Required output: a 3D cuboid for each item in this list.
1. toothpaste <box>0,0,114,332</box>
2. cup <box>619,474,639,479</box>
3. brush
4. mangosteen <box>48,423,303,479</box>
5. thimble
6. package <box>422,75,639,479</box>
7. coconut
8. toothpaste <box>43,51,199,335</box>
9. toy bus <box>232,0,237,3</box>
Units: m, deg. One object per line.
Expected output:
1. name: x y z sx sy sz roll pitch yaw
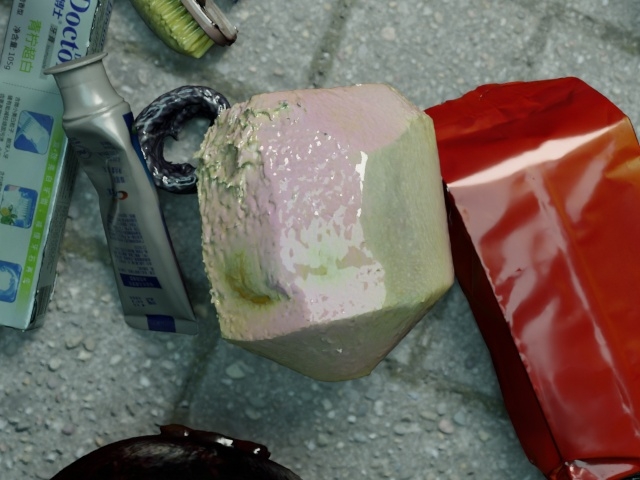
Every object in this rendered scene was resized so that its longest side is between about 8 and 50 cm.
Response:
1. toothpaste: -0.271 -0.087 0.773 0.081 0.067 0.336 12 89 -3
2. cup: 0.311 0.340 0.788 0.177 0.169 0.223 -1 62 3
3. brush: -0.197 -0.301 0.781 0.067 0.072 0.313 -36 92 10
4. mangosteen: -0.126 0.331 0.665 0.307 0.307 0.346 15 74 -4
5. thimble: -0.129 -0.095 0.785 0.104 0.066 0.095 -26 90 -4
6. package: 0.239 0.044 0.787 0.196 0.123 0.423 -22 94 -6
7. coconut: 0.000 0.000 0.712 0.233 0.233 0.245 -7 87 -4
8. toothpaste: -0.180 -0.034 0.745 0.096 0.061 0.266 1 115 35
9. toy bus: -0.069 -0.274 0.801 0.083 0.038 0.046 -37 96 -3
